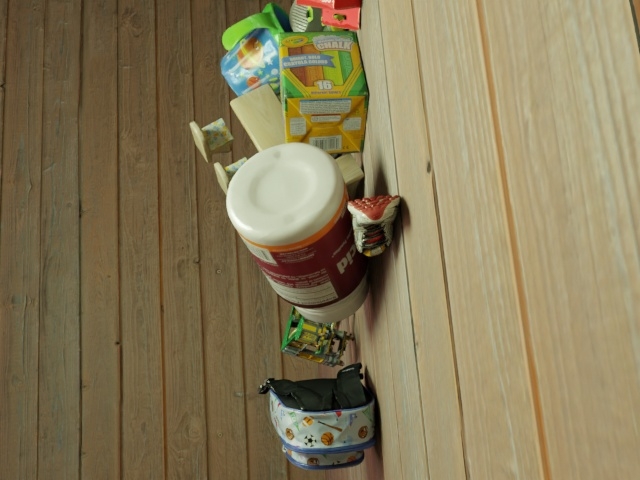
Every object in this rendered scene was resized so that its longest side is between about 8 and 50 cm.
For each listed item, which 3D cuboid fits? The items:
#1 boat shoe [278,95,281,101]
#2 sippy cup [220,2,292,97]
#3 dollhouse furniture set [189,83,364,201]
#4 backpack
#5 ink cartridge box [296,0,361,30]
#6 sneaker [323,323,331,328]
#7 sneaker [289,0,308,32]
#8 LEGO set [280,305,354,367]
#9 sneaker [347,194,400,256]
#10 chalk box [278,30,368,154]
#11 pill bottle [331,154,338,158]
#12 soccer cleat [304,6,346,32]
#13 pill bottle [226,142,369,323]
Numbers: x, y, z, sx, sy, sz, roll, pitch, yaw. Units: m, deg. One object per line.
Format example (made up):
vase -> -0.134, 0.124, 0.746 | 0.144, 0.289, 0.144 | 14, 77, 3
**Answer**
boat shoe -> -0.093, -0.594, 2.444 | 0.500, 0.186, 0.156 | 83, 177, -74
sippy cup -> -0.151, -0.503, 1.758 | 0.305, 0.224, 0.240 | 46, -157, -30
dollhouse furniture set -> -0.081, -0.231, 1.549 | 0.394, 0.362, 0.256 | 59, 168, 13
backpack -> 0.008, 0.418, 1.461 | 0.263, 0.276, 0.213 | 153, 108, -78
ink cartridge box -> 0.016, -0.563, 1.306 | 0.134, 0.078, 0.231 | 29, 129, 45
sneaker -> 0.020, 0.263, 2.180 | 0.126, 0.091, 0.240 | -101, 9, -55
sneaker -> -0.011, -0.631, 1.773 | 0.150, 0.135, 0.366 | 79, -168, -51
LEGO set -> 0.031, 0.198, 1.735 | 0.255, 0.192, 0.331 | 122, 163, -49
sneaker -> 0.097, -0.023, 1.069 | 0.225, 0.088, 0.093 | 53, -151, -81
chalk box -> -0.003, -0.356, 1.416 | 0.179, 0.180, 0.289 | 92, 172, -53
pill bottle -> 0.014, -0.272, 1.874 | 0.152, 0.086, 0.086 | 120, 147, -83
soccer cleat -> 0.025, -0.546, 1.500 | 0.093, 0.121, 0.289 | 43, 151, 7
pill bottle -> -0.023, 0.005, 1.283 | 0.392, 0.224, 0.224 | 66, -165, -55
